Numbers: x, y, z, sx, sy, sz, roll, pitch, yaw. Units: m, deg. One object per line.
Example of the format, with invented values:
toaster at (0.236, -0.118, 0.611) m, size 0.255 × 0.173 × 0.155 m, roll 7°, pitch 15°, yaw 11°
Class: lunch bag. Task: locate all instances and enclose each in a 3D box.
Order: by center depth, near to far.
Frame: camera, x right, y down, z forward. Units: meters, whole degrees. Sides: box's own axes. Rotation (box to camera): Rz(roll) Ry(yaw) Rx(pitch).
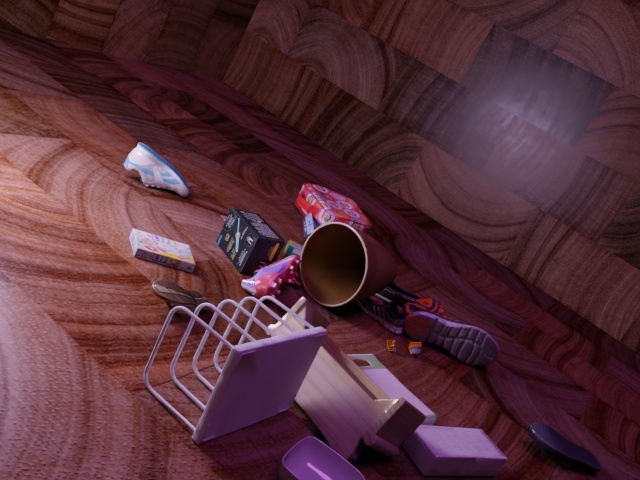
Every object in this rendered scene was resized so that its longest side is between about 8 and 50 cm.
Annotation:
lunch bag at (0.030, -0.106, 2.648) m, size 0.258 × 0.120 × 0.293 m, roll 18°, pitch 21°, yaw -29°

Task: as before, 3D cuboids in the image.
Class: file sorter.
file sorter at (-0.157, 0.221, 1.331) m, size 0.173 × 0.193 × 0.277 m, roll 34°, pitch 18°, yaw 27°

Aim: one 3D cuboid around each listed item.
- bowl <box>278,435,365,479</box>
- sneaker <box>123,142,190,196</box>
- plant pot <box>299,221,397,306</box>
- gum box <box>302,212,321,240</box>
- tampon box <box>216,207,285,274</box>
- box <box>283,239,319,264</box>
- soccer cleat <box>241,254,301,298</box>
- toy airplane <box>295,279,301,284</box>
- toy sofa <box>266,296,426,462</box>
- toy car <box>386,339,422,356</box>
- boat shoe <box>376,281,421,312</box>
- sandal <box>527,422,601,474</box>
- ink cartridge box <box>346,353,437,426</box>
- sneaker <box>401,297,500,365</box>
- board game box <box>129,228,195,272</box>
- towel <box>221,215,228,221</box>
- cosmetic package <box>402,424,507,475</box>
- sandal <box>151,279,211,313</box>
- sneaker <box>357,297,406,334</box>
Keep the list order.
bowl at (-0.002, 0.420, 1.236) m, size 0.142 × 0.053 × 0.142 m, roll 33°, pitch 18°, yaw 17°
sneaker at (-0.497, -0.201, 2.173) m, size 0.228 × 0.092 × 0.087 m, roll 41°, pitch 6°, yaw -34°
plant pot at (0.108, 0.079, 2.071) m, size 0.237 × 0.237 × 0.254 m, roll 41°, pitch 18°, yaw 34°
gum box at (0.013, 0.016, 2.278) m, size 0.184 × 0.041 × 0.157 m, roll 51°, pitch 12°, yaw -20°
tampon box at (-0.197, 0.005, 1.984) m, size 0.101 × 0.120 × 0.161 m, roll 11°, pitch 25°, yaw -42°
box at (-0.059, 0.043, 2.187) m, size 0.105 × 0.043 × 0.179 m, roll 27°, pitch 3°, yaw -5°
soccer cleat at (-0.125, 0.089, 1.912) m, size 0.095 × 0.083 × 0.248 m, roll 19°, pitch 24°, yaw 13°
toy airplane at (-0.111, 0.083, 2.052) m, size 0.151 × 0.028 × 0.151 m, roll 31°, pitch 18°, yaw -12°
toy sofa at (0.032, 0.306, 1.504) m, size 0.362 × 0.177 × 0.150 m, roll 41°, pitch -3°, yaw 36°
toy car at (0.231, 0.304, 1.982) m, size 0.122 × 0.060 × 0.041 m, roll 3°, pitch 71°, yaw -20°
boat shoe at (0.221, 0.157, 2.289) m, size 0.227 × 0.069 × 0.081 m, roll 33°, pitch 18°, yaw 13°
sandal at (0.634, 0.558, 1.851) m, size 0.254 × 0.054 × 0.097 m, roll 33°, pitch 22°, yaw -21°
ink cartridge box at (0.134, 0.354, 1.629) m, size 0.171 × 0.056 × 0.235 m, roll 9°, pitch 23°, yaw -48°
sneaker at (0.396, 0.261, 2.177) m, size 0.321 × 0.125 × 0.180 m, roll 26°, pitch 19°, yaw -9°
board game box at (-0.397, 0.025, 1.777) m, size 0.154 × 0.026 × 0.103 m, roll 18°, pitch 20°, yaw -30°
towel at (-0.273, -0.051, 2.213) m, size 0.060 × 0.009 × 0.083 m, roll 16°, pitch 22°, yaw -38°
cosmetic package at (0.294, 0.464, 1.555) m, size 0.239 × 0.060 × 0.099 m, roll 15°, pitch 20°, yaw -36°
sandal at (-0.311, 0.136, 1.578) m, size 0.072 × 0.049 × 0.180 m, roll 46°, pitch 9°, yaw 30°
sneaker at (0.187, 0.202, 2.101) m, size 0.170 × 0.075 × 0.063 m, roll 37°, pitch 19°, yaw 26°
